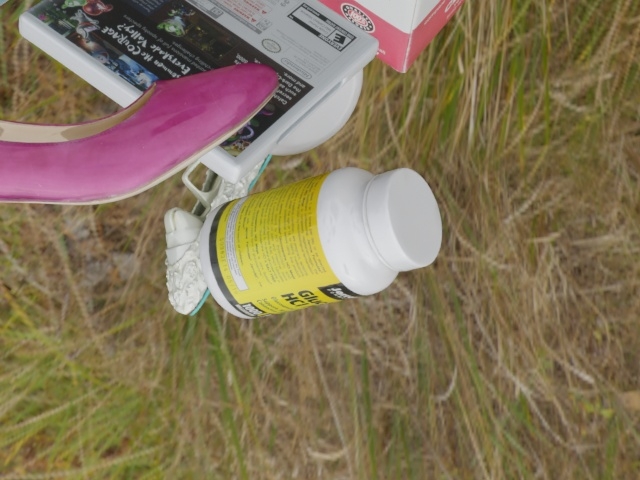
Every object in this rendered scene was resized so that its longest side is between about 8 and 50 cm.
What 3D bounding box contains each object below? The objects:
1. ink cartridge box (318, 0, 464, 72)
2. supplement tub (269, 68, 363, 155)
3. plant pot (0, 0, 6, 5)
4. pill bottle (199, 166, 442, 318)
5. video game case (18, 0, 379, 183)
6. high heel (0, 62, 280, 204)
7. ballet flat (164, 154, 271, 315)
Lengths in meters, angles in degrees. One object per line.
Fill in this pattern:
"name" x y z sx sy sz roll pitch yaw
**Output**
"ink cartridge box" 0.035 -0.381 1.082 0.279 0.160 0.384 38 162 11
"supplement tub" -0.103 -0.302 1.782 0.235 0.325 0.235 -17 128 -23
"plant pot" -0.548 -0.461 1.545 0.293 0.293 0.196 -3 145 10
"pill bottle" 0.000 0.000 1.641 0.334 0.188 0.188 -14 116 36
"video game case" -0.081 -0.142 0.788 0.190 0.173 0.022 35 143 11
"high heel" -0.148 -0.068 0.586 0.244 0.082 0.117 -26 103 -1
"ballet flat" -0.219 -0.064 2.117 0.147 0.147 0.409 25 75 -5
